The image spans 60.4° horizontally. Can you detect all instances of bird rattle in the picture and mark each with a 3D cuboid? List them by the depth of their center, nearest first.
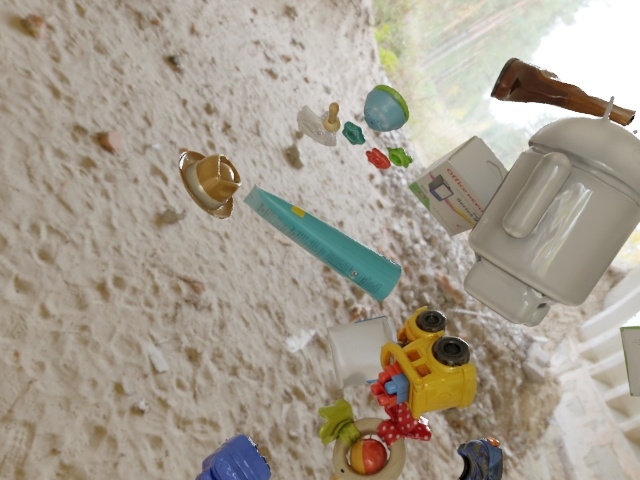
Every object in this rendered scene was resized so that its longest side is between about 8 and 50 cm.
[{"bbox_3d":[0.118,0.454,1.218,0.143,0.253,0.207,77,16,-44],"label":"bird rattle"}]

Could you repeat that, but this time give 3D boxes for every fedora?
[{"bbox_3d":[-0.238,-0.141,1.257,0.194,0.079,0.194,49,22,-28],"label":"fedora"}]

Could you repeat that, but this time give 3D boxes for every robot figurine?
[{"bbox_3d":[0.368,-0.040,0.848,0.200,0.353,0.300,36,11,32],"label":"robot figurine"}]

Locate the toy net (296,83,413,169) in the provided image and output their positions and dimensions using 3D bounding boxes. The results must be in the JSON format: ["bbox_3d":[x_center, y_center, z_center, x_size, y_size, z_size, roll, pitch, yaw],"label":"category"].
[{"bbox_3d":[0.051,-0.172,0.852,0.232,0.045,0.122,16,-33,53],"label":"toy net"}]

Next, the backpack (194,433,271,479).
[{"bbox_3d":[-0.137,0.371,0.870,0.098,0.120,0.101,49,49,6],"label":"backpack"}]

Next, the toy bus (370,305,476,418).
[{"bbox_3d":[0.201,0.274,1.203,0.220,0.211,0.149,-120,-161,-51],"label":"toy bus"}]

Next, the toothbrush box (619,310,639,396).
[{"bbox_3d":[0.659,0.170,0.925,0.283,0.206,0.122,-11,92,-47],"label":"toothbrush box"}]

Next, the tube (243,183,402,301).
[{"bbox_3d":[0.000,0.000,0.665,0.207,0.080,0.052,32,67,-9],"label":"tube"}]

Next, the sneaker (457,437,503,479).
[{"bbox_3d":[0.305,0.501,1.080,0.083,0.087,0.221,106,-10,-66],"label":"sneaker"}]

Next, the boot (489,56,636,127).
[{"bbox_3d":[0.543,-0.307,1.232,0.280,0.096,0.264,37,30,27],"label":"boot"}]

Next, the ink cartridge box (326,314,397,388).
[{"bbox_3d":[0.134,0.312,1.553,0.232,0.171,0.168,37,40,-74],"label":"ink cartridge box"}]

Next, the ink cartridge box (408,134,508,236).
[{"bbox_3d":[0.296,-0.107,1.146,0.154,0.093,0.212,49,-16,-2],"label":"ink cartridge box"}]
